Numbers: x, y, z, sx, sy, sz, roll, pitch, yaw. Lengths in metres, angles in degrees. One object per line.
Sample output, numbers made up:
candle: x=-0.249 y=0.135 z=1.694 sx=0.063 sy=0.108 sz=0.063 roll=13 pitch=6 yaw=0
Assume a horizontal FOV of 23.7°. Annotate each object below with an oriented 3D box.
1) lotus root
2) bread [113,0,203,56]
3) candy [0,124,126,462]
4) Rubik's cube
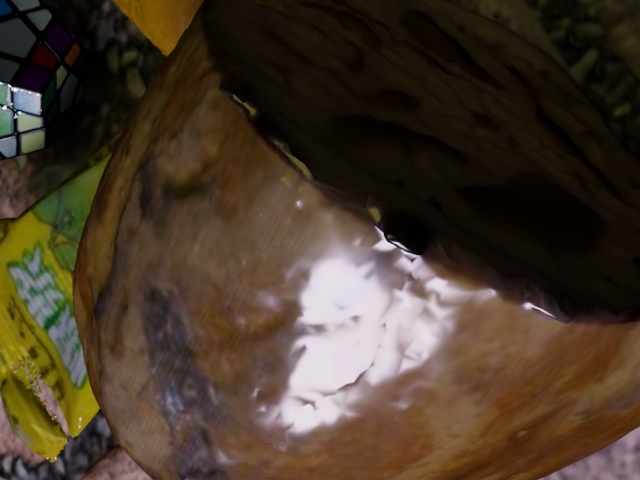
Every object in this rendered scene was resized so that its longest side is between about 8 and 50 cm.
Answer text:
lotus root: x=0.000 y=0.000 z=0.738 sx=0.250 sy=0.316 sz=0.316 roll=-46 pitch=64 yaw=27
bread: x=-0.052 y=-0.287 z=0.870 sx=0.328 sy=0.148 sz=0.337 roll=-41 pitch=64 yaw=21
candy: x=-0.115 y=-0.007 z=0.956 sx=0.297 sy=0.081 sz=0.187 roll=-38 pitch=68 yaw=16
Rubik's cube: x=-0.218 y=-0.114 z=1.018 sx=0.133 sy=0.133 sz=0.112 roll=2 pitch=113 yaw=36
